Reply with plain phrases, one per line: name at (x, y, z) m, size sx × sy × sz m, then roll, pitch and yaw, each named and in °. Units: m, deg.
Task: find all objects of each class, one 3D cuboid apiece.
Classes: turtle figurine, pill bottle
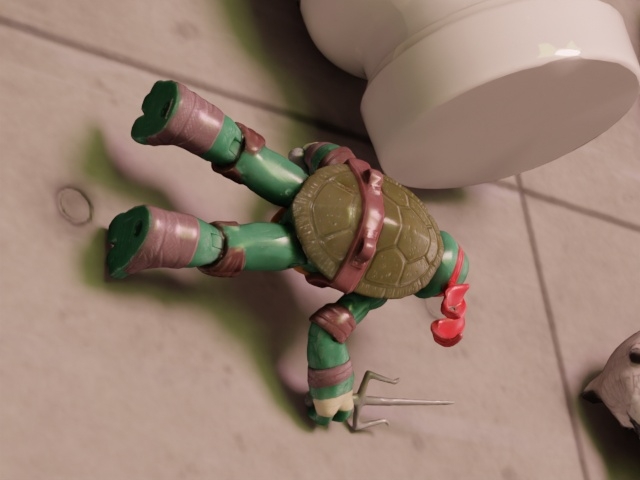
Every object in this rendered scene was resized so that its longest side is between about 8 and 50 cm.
turtle figurine at (0.000, 0.000, 1.088) m, size 0.234 × 0.118 × 0.175 m, roll 22°, pitch 49°, yaw -26°
pill bottle at (0.070, -0.231, 1.239) m, size 0.210 × 0.210 × 0.363 m, roll 4°, pitch 61°, yaw -44°

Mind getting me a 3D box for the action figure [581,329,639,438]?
action figure at (0.310, 0.180, 1.284) m, size 0.330 × 0.178 × 0.341 m, roll 35°, pitch 72°, yaw -15°
